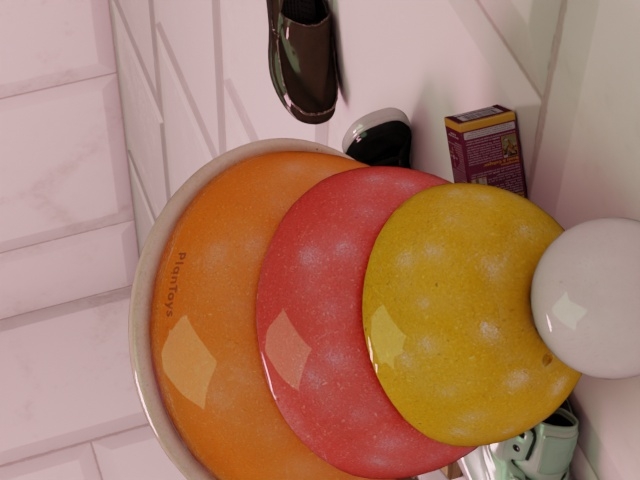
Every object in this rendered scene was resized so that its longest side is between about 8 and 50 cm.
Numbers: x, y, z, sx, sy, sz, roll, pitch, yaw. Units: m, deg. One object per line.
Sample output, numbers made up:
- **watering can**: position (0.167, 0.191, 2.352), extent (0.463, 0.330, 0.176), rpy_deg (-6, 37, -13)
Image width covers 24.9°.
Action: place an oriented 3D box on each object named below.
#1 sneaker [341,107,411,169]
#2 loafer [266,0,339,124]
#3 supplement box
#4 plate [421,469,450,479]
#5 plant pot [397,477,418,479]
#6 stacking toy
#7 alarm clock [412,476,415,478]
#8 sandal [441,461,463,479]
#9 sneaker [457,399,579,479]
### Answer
- **sneaker**: position (0.080, -0.051, 1.575), extent (0.217, 0.079, 0.121), rpy_deg (88, 160, -69)
- **loafer**: position (-0.024, -0.248, 1.753), extent (0.078, 0.080, 0.220), rpy_deg (-166, 62, -75)
- **supplement box**: position (0.148, -0.074, 1.301), extent (0.043, 0.055, 0.083), rpy_deg (-138, 36, -69)
- **plate**: position (0.188, 0.410, 1.572), extent (0.277, 0.045, 0.278), rpy_deg (46, 159, 63)
- **plant pot**: position (0.052, 0.391, 1.941), extent (0.167, 0.165, 0.167), rpy_deg (165, 90, -76)
- **stacking toy**: position (0.100, 0.069, 1.168), extent (0.480, 0.350, 0.350), rpy_deg (-6, 99, 51)
- **alarm clock**: position (0.082, 0.246, 1.896), extent (0.192, 0.064, 0.129), rpy_deg (-129, 27, -52)
- **sandal**: position (0.116, 0.187, 1.650), extent (0.088, 0.079, 0.240), rpy_deg (-124, 23, -53)
- **sneaker**: position (0.205, 0.239, 1.325), extent (0.256, 0.094, 0.151), rpy_deg (64, 155, 25)
